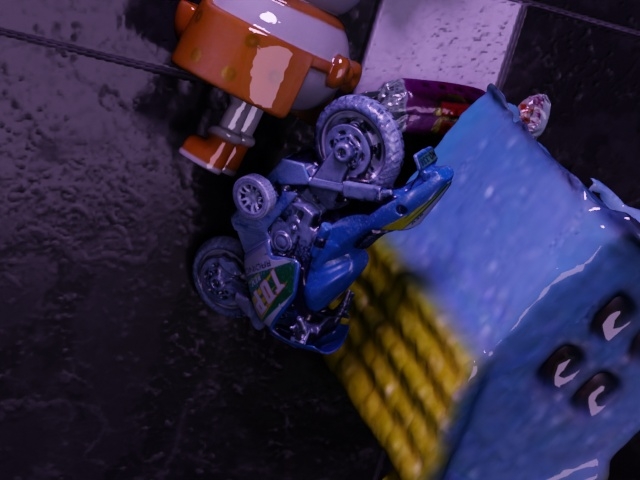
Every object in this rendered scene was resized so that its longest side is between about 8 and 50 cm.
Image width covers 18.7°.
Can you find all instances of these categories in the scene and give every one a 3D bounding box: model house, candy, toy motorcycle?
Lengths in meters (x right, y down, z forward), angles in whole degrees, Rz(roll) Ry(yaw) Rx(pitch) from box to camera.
[{"bbox_3d":[0.138,0.071,1.498,0.303,0.237,0.215,-43,126,5],"label":"model house"},{"bbox_3d":[0.100,-0.105,1.555,0.175,0.043,0.045,4,115,-20],"label":"candy"},{"bbox_3d":[0.000,0.000,1.459,0.135,0.092,0.254,50,128,9],"label":"toy motorcycle"}]

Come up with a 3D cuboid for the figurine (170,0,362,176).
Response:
[{"bbox_3d":[-0.018,-0.170,1.431,0.143,0.143,0.271,38,101,-27],"label":"figurine"}]
